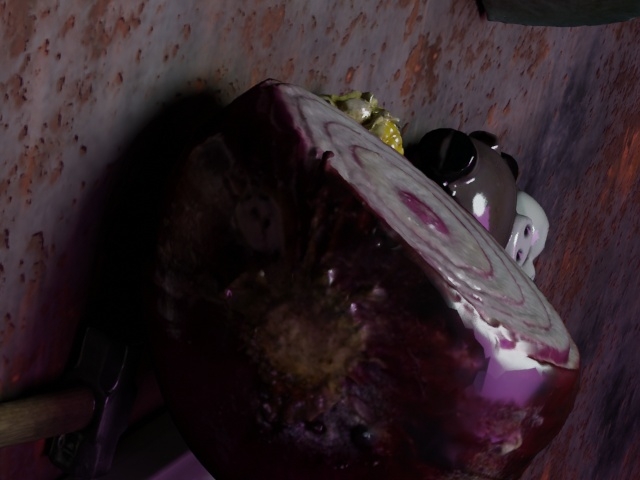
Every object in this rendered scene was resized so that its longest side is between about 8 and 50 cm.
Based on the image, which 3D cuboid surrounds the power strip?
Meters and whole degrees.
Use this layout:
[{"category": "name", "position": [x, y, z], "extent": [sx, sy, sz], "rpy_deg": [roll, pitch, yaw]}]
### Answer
[{"category": "power strip", "position": [-0.168, 0.219, 1.453], "extent": [0.338, 0.058, 0.098], "rpy_deg": [-33, 139, -52]}]

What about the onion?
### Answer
[{"category": "onion", "position": [0.005, 0.068, 1.392], "extent": [0.260, 0.337, 0.282], "rpy_deg": [-48, 180, 17]}]

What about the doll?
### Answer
[{"category": "doll", "position": [0.137, -0.022, 1.800], "extent": [0.182, 0.117, 0.257], "rpy_deg": [-68, 154, -11]}]

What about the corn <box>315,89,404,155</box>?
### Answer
[{"category": "corn", "position": [0.005, 0.002, 1.582], "extent": [0.091, 0.091, 0.260], "rpy_deg": [-51, 158, -59]}]

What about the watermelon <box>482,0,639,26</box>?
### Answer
[{"category": "watermelon", "position": [0.222, -0.328, 1.639], "extent": [0.387, 0.258, 0.228], "rpy_deg": [-21, -130, 62]}]

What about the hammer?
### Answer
[{"category": "hammer", "position": [-0.237, 0.125, 1.250], "extent": [0.365, 0.043, 0.111], "rpy_deg": [-8, 119, -61]}]
